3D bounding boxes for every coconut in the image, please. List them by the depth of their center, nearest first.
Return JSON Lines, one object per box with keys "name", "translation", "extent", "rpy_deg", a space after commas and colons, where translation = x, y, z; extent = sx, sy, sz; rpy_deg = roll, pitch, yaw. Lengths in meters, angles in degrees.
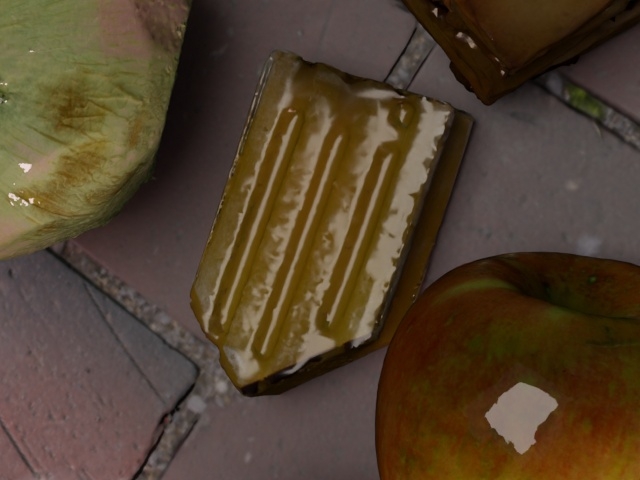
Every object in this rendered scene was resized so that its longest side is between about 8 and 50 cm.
{"name": "coconut", "translation": [-0.245, -0.137, 1.348], "extent": [0.281, 0.328, 0.328], "rpy_deg": [42, 101, 18]}

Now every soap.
{"name": "soap", "translation": [0.000, 0.000, 1.369], "extent": [0.160, 0.080, 0.257], "rpy_deg": [20, 94, 24]}

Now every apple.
{"name": "apple", "translation": [0.155, 0.132, 1.243], "extent": [0.246, 0.246, 0.226], "rpy_deg": [18, 111, 22]}

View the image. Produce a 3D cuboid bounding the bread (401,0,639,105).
{"name": "bread", "translation": [0.160, -0.258, 1.230], "extent": [0.324, 0.167, 0.277], "rpy_deg": [-33, 103, 24]}
